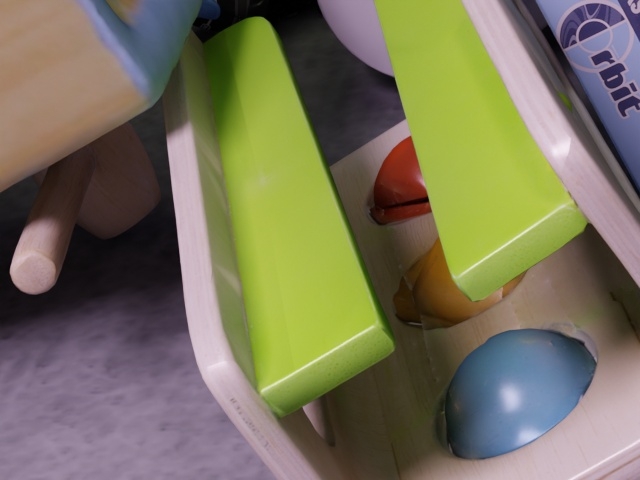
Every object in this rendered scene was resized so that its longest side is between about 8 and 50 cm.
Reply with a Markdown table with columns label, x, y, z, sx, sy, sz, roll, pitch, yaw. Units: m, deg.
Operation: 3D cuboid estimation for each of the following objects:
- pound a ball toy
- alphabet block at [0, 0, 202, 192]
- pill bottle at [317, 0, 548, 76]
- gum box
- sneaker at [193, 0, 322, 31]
| label | x | y | z | sx | sy | sz | roll | pitch | yaw |
| --- | --- | --- | --- | --- | --- | --- | --- | --- | --- |
| pound a ball toy | 0.000 | 0.000 | 0.699 | 0.208 | 0.136 | 0.319 | -33 | 26 | 9 |
| alphabet block | -0.172 | -0.116 | 0.719 | 0.197 | 0.193 | 0.192 | -27 | 20 | 20 |
| pill bottle | 0.080 | -0.162 | 0.938 | 0.121 | 0.121 | 0.216 | 4 | 32 | 25 |
| gum box | 0.114 | -0.101 | 0.758 | 0.041 | 0.157 | 0.184 | -25 | 18 | 17 |
| sneaker | -0.009 | -0.150 | 1.022 | 0.078 | 0.067 | 0.188 | 27 | 40 | 18 |
